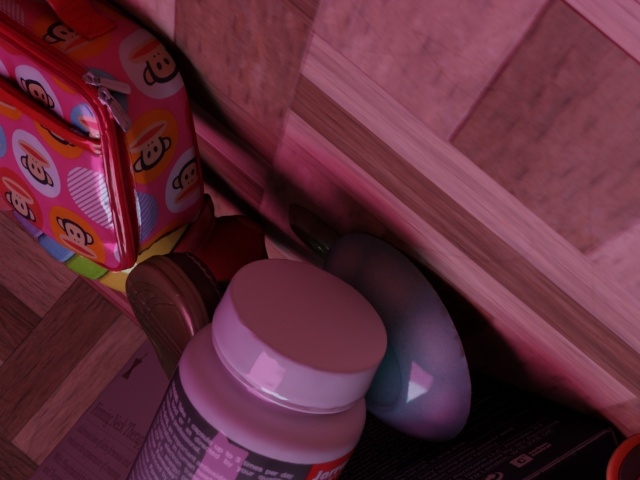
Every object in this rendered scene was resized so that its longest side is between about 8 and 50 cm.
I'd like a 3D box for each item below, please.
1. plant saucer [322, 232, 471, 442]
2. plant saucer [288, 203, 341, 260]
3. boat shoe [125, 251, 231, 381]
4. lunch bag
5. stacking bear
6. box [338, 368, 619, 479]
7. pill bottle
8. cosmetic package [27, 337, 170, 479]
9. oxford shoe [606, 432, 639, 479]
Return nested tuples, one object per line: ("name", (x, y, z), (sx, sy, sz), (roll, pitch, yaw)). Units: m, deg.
("plant saucer", (0.049, 0.090, 1.635), (0.195, 0.037, 0.195), (38, 143, 37))
("plant saucer", (0.000, 0.000, 1.743), (0.083, 0.015, 0.083), (39, 170, 8))
("boat shoe", (-0.085, 0.079, 1.776), (0.123, 0.123, 0.342), (49, 168, 23))
("lunch bag", (-0.230, -0.136, 1.636), (0.293, 0.120, 0.258), (33, 146, 30))
("stacking bear", (-0.170, -0.021, 1.902), (0.289, 0.164, 0.175), (36, 178, -11))
("box", (0.127, 0.297, 1.752), (0.395, 0.212, 0.294), (18, 134, 64))
("pill bottle", (-0.059, 0.166, 1.608), (0.161, 0.283, 0.161), (18, -148, -12))
("cosmetic package", (-0.117, 0.310, 2.429), (0.327, 0.394, 0.329), (43, 169, -19))
("oxford shoe", (0.294, 0.230, 1.448), (0.271, 0.097, 0.098), (44, 175, -22))
